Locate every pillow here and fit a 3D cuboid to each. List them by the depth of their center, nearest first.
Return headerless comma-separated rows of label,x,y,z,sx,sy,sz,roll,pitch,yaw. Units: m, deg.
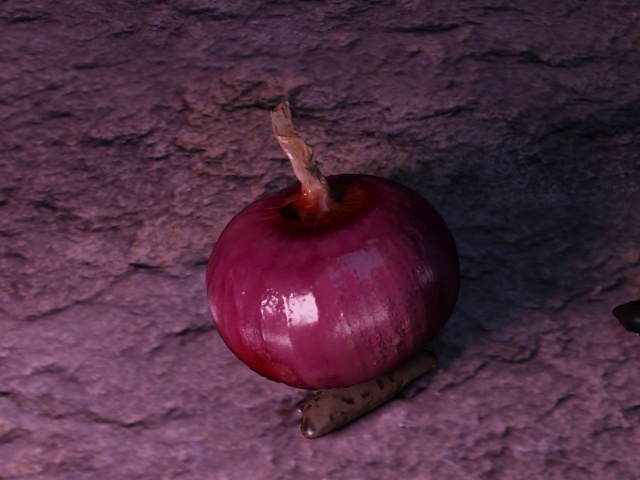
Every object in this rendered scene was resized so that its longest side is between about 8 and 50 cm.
pillow,0.055,0.201,2.007,0.241,0.051,0.093,-29,54,-26

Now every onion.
onion,0.009,0.039,1.962,0.358,0.345,0.358,-12,53,16

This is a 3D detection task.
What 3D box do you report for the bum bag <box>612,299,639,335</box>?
bum bag,0.593,0.104,2.131,0.310,0.074,0.137,-16,42,-20
